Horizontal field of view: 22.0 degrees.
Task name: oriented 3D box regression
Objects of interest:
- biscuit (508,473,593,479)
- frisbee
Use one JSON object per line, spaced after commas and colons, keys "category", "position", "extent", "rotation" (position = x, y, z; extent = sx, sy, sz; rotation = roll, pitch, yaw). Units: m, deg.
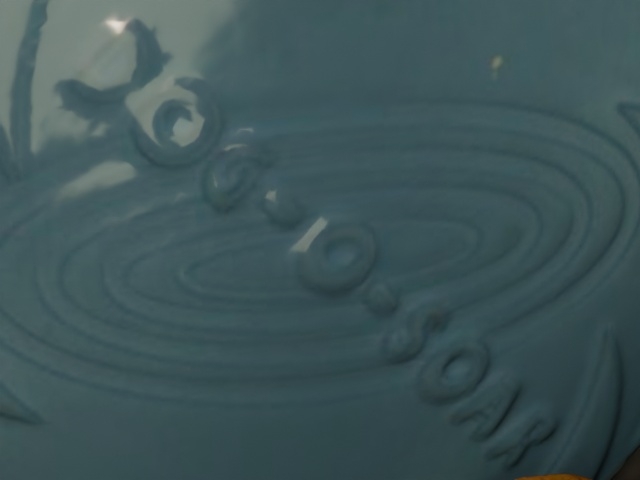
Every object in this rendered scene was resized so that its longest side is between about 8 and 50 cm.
{"category": "biscuit", "position": [0.087, 0.123, 0.521], "extent": [0.175, 0.026, 0.124], "rotation": [-6, 119, -12]}
{"category": "frisbee", "position": [0.001, 0.002, 0.461], "extent": [0.289, 0.049, 0.289], "rotation": [-7, 114, -16]}
